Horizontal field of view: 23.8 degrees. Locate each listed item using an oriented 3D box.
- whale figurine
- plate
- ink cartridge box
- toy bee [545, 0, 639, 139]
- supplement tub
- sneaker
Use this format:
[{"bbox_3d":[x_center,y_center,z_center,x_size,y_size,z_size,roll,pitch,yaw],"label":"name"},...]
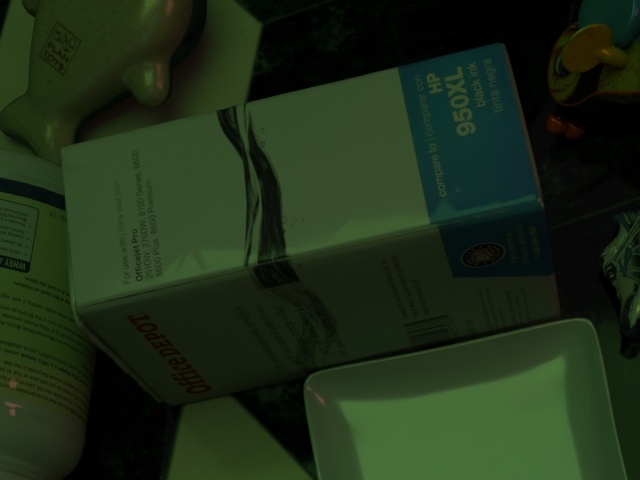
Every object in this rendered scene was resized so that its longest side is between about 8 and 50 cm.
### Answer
[{"bbox_3d":[-0.225,-0.201,1.597,0.216,0.141,0.272,37,103,23],"label":"whale figurine"},{"bbox_3d":[0.138,0.227,1.368,0.278,0.045,0.277,-12,66,6],"label":"plate"},{"bbox_3d":[0.000,0.000,1.359,0.394,0.285,0.166,-13,65,6],"label":"ink cartridge box"},{"bbox_3d":[0.290,-0.165,1.459,0.195,0.298,0.162,14,99,-18],"label":"toy bee"},{"bbox_3d":[-0.325,0.099,1.413,0.235,0.235,0.325,0,67,12],"label":"supplement tub"},{"bbox_3d":[0.288,0.031,1.423,0.058,0.052,0.135,2,60,23],"label":"sneaker"}]
